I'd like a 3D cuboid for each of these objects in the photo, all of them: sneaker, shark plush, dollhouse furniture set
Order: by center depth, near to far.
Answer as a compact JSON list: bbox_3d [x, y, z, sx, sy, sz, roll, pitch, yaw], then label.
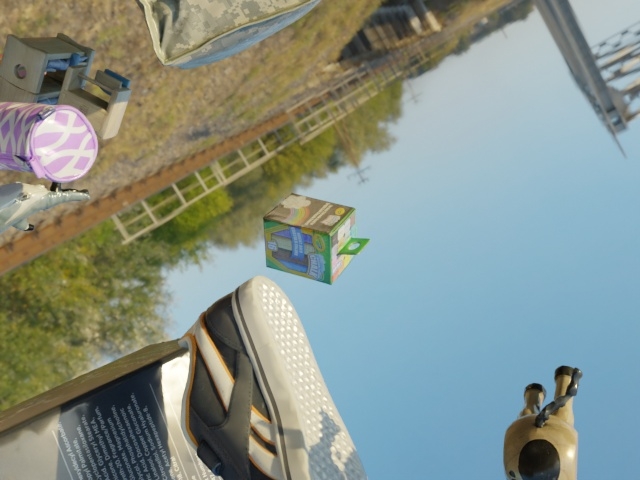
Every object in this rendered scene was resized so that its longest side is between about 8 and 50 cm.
[{"bbox_3d":[-0.047,0.200,0.718,0.127,0.321,0.126,-32,149,16],"label":"sneaker"},{"bbox_3d":[-0.362,-0.038,0.879,0.161,0.067,0.073,-29,-135,-34],"label":"shark plush"},{"bbox_3d":[-0.364,-0.209,1.096,0.129,0.184,0.129,-65,173,22],"label":"dollhouse furniture set"}]

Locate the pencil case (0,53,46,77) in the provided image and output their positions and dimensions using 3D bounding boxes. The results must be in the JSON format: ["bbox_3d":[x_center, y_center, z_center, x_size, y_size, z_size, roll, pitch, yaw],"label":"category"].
[{"bbox_3d":[-0.544,-0.270,1.400,0.124,0.124,0.284,-34,-137,-17],"label":"pencil case"}]

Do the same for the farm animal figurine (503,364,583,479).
[{"bbox_3d":[0.249,0.299,0.602,0.326,0.330,0.172,-63,174,36],"label":"farm animal figurine"}]

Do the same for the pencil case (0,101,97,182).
[{"bbox_3d":[-0.337,-0.108,0.818,0.206,0.086,0.088,9,-127,40],"label":"pencil case"}]

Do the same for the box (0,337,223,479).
[{"bbox_3d":[-0.290,0.288,0.943,0.395,0.212,0.293,-23,-178,-39],"label":"box"}]

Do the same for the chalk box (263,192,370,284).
[{"bbox_3d":[0.000,0.000,1.600,0.213,0.132,0.132,16,-145,23],"label":"chalk box"}]

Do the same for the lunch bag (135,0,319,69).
[{"bbox_3d":[-0.092,-0.342,0.948,0.287,0.169,0.235,-22,-167,0],"label":"lunch bag"}]
